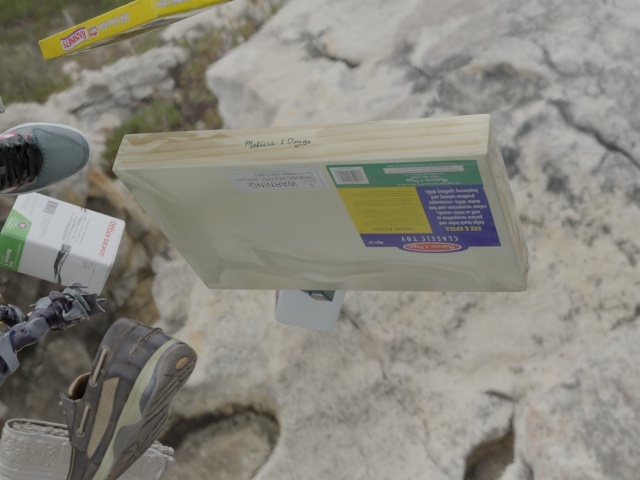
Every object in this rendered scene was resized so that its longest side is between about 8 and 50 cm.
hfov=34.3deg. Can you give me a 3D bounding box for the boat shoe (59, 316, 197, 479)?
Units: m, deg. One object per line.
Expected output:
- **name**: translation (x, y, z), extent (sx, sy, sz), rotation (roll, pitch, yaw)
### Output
- **boat shoe**: translation (-0.290, 0.232, 1.459), extent (0.130, 0.355, 0.132), rotation (40, 35, 10)

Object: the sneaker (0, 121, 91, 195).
- **sneaker**: translation (-0.459, -0.102, 1.453), extent (0.295, 0.124, 0.178), rotation (-12, 18, -19)

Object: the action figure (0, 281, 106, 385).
- **action figure**: translation (-0.462, 0.138, 1.656), extent (0.185, 0.099, 0.285), rotation (-23, 15, 34)

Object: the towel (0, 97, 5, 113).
- **towel**: translation (-0.434, -0.221, 1.026), extent (0.056, 0.312, 0.324), rotation (-19, 21, 10)

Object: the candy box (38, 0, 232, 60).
- **candy box**: translation (-0.181, -0.216, 1.015), extent (0.206, 0.027, 0.105), rotation (-5, 18, 46)

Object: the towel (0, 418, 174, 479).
- **towel**: translation (-0.394, 0.392, 1.695), extent (0.049, 0.282, 0.187), rotation (-116, 43, -59)

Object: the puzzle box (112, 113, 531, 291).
- **puzzle box**: translation (0.011, -0.029, 1.149), extent (0.408, 0.272, 0.052), rotation (0, 58, 20)

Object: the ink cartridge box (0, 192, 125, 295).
- **ink cartridge box**: translation (-0.516, 0.004, 2.063), extent (0.219, 0.093, 0.160), rotation (19, 34, -11)

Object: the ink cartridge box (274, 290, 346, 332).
- **ink cartridge box**: translation (0.000, 0.000, 1.471), extent (0.093, 0.212, 0.154), rotation (14, 27, -9)

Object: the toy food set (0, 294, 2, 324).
- **toy food set**: translation (-0.622, 0.098, 1.947), extent (0.038, 0.192, 0.132), rotation (-12, 12, -36)
